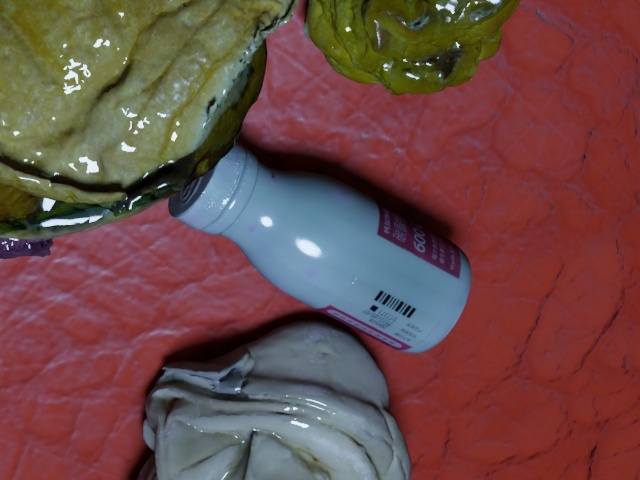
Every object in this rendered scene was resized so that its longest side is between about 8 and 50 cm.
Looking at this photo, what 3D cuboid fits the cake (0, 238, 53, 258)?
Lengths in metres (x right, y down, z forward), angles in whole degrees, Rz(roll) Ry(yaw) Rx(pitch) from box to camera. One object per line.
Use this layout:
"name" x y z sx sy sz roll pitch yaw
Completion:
"cake" -0.315 -0.020 1.083 0.295 0.116 0.113 5 115 -20

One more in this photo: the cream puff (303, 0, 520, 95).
"cream puff" 0.069 -0.157 1.133 0.146 0.116 0.146 -8 116 -16

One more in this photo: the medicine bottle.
"medicine bottle" 0.000 0.000 1.200 0.216 0.090 0.090 28 104 -25

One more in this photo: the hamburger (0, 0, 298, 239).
"hamburger" -0.157 -0.143 1.042 0.285 0.134 0.265 -28 92 -21

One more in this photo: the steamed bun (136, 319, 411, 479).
"steamed bun" -0.035 0.184 1.246 0.218 0.144 0.211 -17 117 -8
